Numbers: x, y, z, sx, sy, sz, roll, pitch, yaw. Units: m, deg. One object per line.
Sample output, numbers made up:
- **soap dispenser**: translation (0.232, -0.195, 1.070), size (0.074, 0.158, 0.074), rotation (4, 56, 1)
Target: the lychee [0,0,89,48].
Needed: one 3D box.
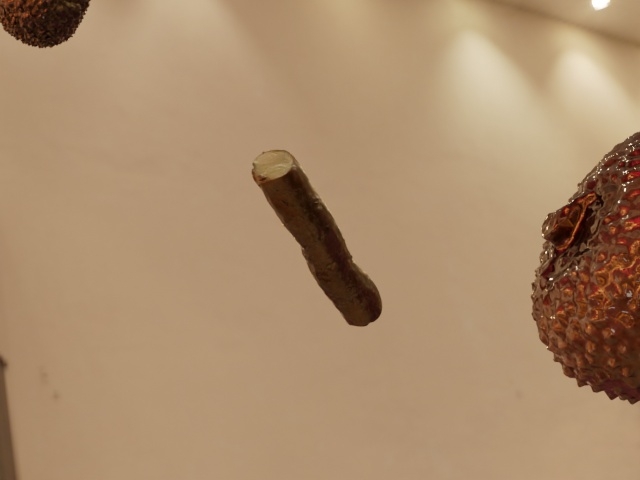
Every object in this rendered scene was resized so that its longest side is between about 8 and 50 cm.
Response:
- **lychee**: translation (-0.182, -0.160, 0.798), size (0.068, 0.067, 0.083), rotation (-11, 19, -5)

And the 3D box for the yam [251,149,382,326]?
- **yam**: translation (0.000, 0.000, 1.374), size (0.061, 0.061, 0.253), rotation (-19, -51, 17)

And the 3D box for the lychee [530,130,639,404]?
- **lychee**: translation (0.359, 0.033, 1.255), size (0.300, 0.300, 0.300), rotation (-11, -21, -4)
